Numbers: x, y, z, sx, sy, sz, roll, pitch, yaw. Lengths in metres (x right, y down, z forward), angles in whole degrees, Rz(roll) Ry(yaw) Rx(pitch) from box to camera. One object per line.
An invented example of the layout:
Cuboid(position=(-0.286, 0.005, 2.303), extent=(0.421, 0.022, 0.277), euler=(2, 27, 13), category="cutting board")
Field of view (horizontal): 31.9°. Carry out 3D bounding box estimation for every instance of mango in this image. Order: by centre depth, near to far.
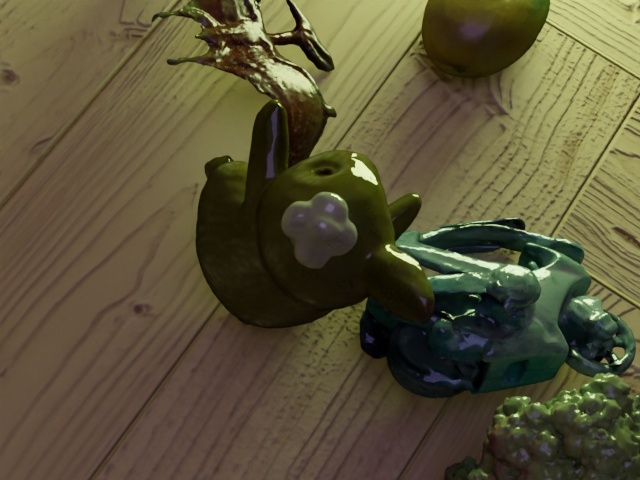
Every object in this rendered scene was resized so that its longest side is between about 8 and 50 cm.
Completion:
Cuboid(position=(0.192, -0.265, 1.273), extent=(0.130, 0.092, 0.194), euler=(25, 60, 5), category="mango")

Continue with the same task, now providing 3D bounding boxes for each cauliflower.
Cuboid(position=(0.258, 0.241, 1.048), extent=(0.256, 0.239, 0.315), euler=(45, 31, 9), category="cauliflower")

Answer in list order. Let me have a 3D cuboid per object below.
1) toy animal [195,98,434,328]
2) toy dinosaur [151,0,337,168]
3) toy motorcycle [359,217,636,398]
Cuboid(position=(0.003, -0.016, 1.011), extent=(0.181, 0.363, 0.180), euler=(26, 73, -19), category="toy animal")
Cuboid(position=(-0.104, -0.212, 1.225), extent=(0.327, 0.113, 0.206), euler=(47, 46, 0), category="toy dinosaur")
Cuboid(position=(0.171, 0.065, 1.124), extent=(0.260, 0.154, 0.206), euler=(-6, 47, -16), category="toy motorcycle")
